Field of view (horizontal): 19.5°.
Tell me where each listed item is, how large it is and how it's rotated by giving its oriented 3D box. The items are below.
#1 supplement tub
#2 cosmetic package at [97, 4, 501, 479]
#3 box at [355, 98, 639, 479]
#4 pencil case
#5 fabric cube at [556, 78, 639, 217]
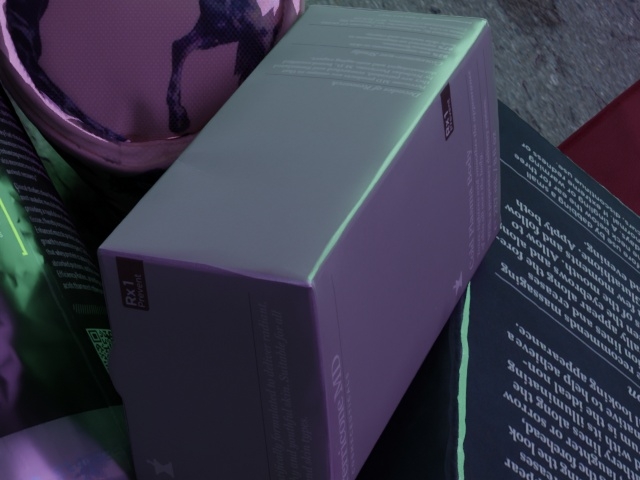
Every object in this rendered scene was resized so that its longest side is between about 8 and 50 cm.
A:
[{"bbox_3d":[-0.215,0.030,0.898,0.207,0.207,0.338,-3,59,-54],"label":"supplement tub"},{"bbox_3d":[0.000,0.000,0.836,0.238,0.107,0.127,-60,150,-50],"label":"cosmetic package"},{"bbox_3d":[0.048,0.155,1.023,0.212,0.293,0.395,37,33,-21],"label":"box"},{"bbox_3d":[-0.082,-0.094,1.086,0.410,0.160,0.183,78,-5,-82],"label":"pencil case"},{"bbox_3d":[0.395,-0.006,1.708,0.258,0.254,0.259,16,44,-45],"label":"fabric cube"}]
